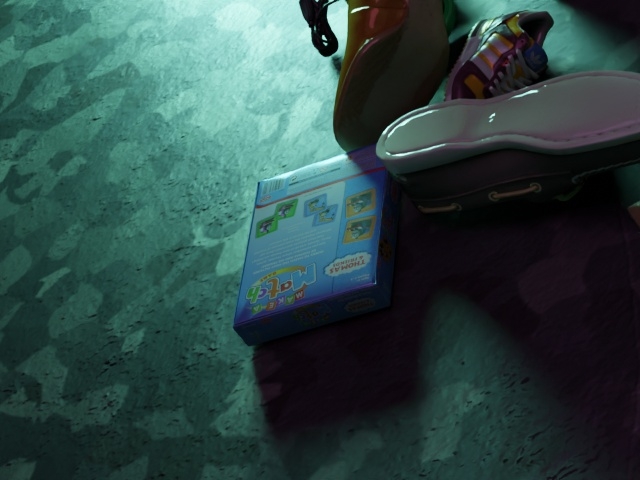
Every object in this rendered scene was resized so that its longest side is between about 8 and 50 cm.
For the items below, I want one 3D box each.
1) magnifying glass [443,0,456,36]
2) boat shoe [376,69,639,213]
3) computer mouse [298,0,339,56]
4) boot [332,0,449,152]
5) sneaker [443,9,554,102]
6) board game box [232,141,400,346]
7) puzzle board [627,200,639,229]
[{"bbox_3d":[0.093,-0.305,1.992,0.092,0.026,0.231,-21,56,12],"label":"magnifying glass"},{"bbox_3d":[0.203,-0.087,1.663,0.305,0.091,0.109,-7,39,32],"label":"boat shoe"},{"bbox_3d":[0.069,-0.292,2.038,0.193,0.042,0.106,-25,53,9],"label":"computer mouse"},{"bbox_3d":[0.061,-0.247,1.907,0.295,0.104,0.211,-66,29,6],"label":"boot"},{"bbox_3d":[0.185,-0.171,1.790,0.084,0.069,0.185,-14,42,34],"label":"sneaker"},{"bbox_3d":[0.000,0.000,1.767,0.160,0.039,0.211,-17,39,23],"label":"board game box"},{"bbox_3d":[0.337,-0.015,1.545,0.096,0.011,0.128,-29,37,5],"label":"puzzle board"}]
